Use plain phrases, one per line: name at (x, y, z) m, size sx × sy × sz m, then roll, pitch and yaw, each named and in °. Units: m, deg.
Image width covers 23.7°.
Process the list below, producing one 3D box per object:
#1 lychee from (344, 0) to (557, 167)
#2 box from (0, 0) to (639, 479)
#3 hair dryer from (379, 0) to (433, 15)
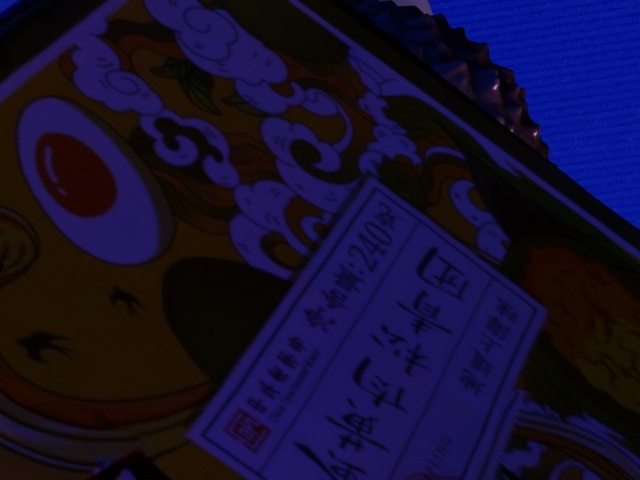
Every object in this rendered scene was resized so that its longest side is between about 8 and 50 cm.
lychee at (0.004, 0.004, 0.914) m, size 0.300 × 0.300 × 0.300 m, roll -53°, pitch 180°, yaw -1°
box at (-0.010, 0.094, 0.539) m, size 0.138 × 0.373 × 0.420 m, roll -52°, pitch 180°, yaw 37°
hair dryer at (-0.013, -0.088, 1.066) m, size 0.237 × 0.206 × 0.075 m, roll -27°, pitch 179°, yaw 18°
